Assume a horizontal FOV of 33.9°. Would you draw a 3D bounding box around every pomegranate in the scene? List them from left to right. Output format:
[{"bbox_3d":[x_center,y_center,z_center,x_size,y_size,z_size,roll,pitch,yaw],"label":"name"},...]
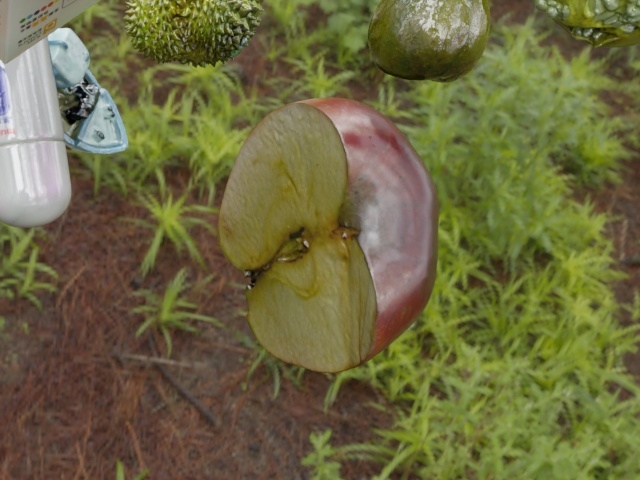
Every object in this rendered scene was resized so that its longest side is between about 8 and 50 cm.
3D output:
[{"bbox_3d":[0.396,-0.410,1.381,0.260,0.340,0.260,10,53,-13],"label":"pomegranate"}]

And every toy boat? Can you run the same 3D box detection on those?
[{"bbox_3d":[-0.428,-0.257,1.779,0.133,0.332,0.145,1,57,26],"label":"toy boat"}]

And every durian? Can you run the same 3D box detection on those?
[{"bbox_3d":[-0.232,-0.446,2.031,0.224,0.291,0.291,50,44,-8],"label":"durian"}]

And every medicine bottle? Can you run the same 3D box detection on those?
[{"bbox_3d":[-0.448,-0.188,1.545,0.130,0.130,0.341,-10,92,-27],"label":"medicine bottle"}]

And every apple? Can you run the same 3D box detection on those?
[{"bbox_3d":[0.000,0.000,1.430,0.295,0.365,0.329,30,57,-20],"label":"apple"}]

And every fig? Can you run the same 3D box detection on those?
[{"bbox_3d":[0.133,-0.257,1.156,0.133,0.185,0.126,13,43,-14],"label":"fig"}]

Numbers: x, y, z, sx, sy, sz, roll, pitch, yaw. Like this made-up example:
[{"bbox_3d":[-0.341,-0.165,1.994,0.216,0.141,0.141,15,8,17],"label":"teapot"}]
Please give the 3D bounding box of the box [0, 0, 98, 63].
[{"bbox_3d":[-0.318,-0.369,1.327,0.091,0.221,0.274,46,61,3],"label":"box"}]
